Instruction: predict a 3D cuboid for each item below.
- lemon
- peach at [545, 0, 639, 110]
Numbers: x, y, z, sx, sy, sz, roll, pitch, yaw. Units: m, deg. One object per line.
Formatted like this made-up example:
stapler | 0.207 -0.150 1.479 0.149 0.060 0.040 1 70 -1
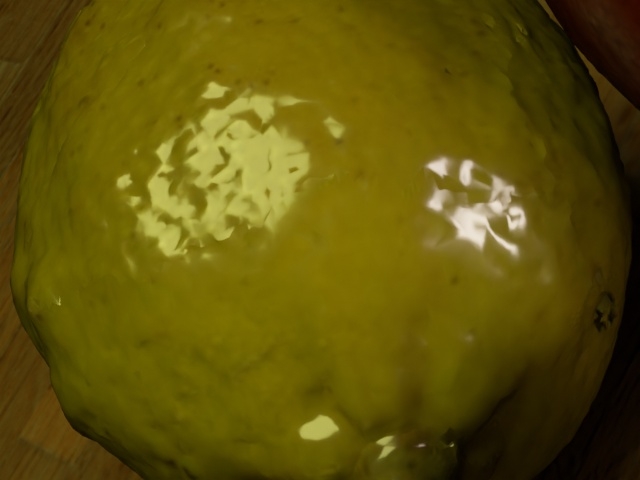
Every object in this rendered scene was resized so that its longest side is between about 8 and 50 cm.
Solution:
lemon | 0.000 0.000 0.647 0.268 0.268 0.322 -28 44 22
peach | 0.205 -0.183 0.558 0.308 0.332 0.308 -16 49 19
